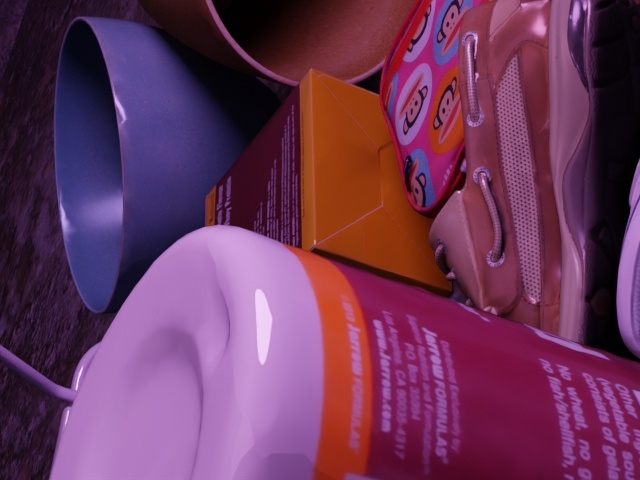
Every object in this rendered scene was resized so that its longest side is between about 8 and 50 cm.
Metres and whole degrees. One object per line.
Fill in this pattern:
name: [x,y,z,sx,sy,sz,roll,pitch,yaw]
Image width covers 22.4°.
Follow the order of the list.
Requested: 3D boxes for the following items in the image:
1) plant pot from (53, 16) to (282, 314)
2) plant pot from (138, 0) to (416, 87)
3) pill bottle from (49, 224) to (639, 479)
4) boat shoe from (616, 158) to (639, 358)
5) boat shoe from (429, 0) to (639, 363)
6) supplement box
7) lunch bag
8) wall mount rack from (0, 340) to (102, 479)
plant pot: [-0.140,-0.078,1.609,0.290,0.195,0.290,176,90,-69]
plant pot: [-0.068,-0.253,1.469,0.254,0.237,0.237,6,78,57]
pill bottle: [0.089,0.152,0.741,0.224,0.392,0.224,-45,34,44]
boat shoe: [0.232,-0.029,0.981,0.076,0.083,0.226,142,151,-79]
boat shoe: [0.136,-0.004,1.015,0.120,0.122,0.324,-1,82,30]
supplement box: [0.000,0.000,1.373,0.194,0.129,0.191,-47,33,42]
lunch bag: [0.152,-0.172,1.189,0.258,0.120,0.293,-100,32,-53]
wall mount rack: [-0.224,0.225,1.473,0.130,0.304,0.350,-34,43,56]
